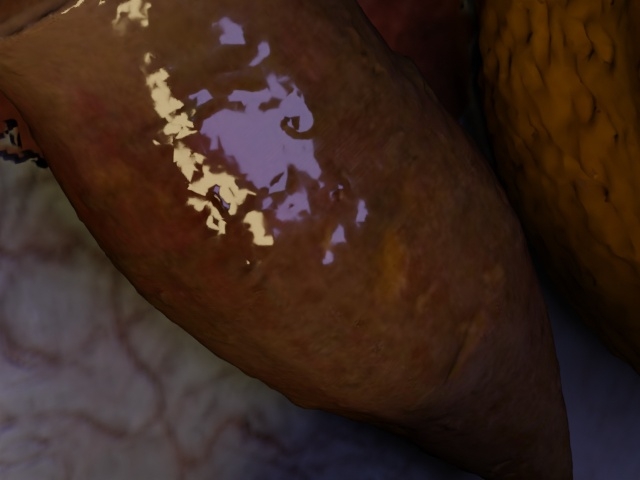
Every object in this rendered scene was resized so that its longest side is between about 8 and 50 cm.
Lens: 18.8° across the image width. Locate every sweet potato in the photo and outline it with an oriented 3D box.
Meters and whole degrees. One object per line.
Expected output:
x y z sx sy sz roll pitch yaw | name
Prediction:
0.002 -0.002 0.666 0.131 0.131 0.336 -50 119 -21 | sweet potato

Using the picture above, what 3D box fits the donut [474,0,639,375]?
0.234 -0.124 0.797 0.435 0.163 0.377 -51 119 -18 | donut
